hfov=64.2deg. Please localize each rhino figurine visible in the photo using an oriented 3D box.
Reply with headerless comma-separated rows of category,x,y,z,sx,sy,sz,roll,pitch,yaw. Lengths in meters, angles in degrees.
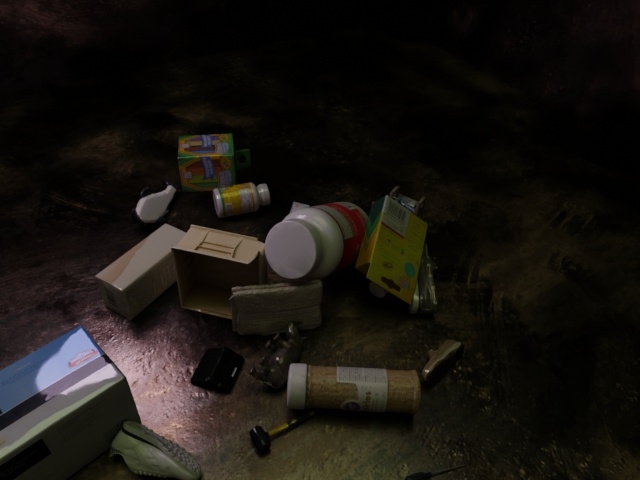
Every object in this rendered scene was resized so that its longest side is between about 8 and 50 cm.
rhino figurine,-0.107,0.326,1.497,0.106,0.073,0.243,44,45,-10

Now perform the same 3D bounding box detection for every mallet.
mallet,-0.089,0.499,1.347,0.190,0.039,0.062,-12,43,-22

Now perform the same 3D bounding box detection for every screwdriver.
screwdriver,0.292,0.589,1.289,0.170,0.025,0.024,-3,41,-20

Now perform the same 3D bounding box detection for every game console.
game console,-0.298,0.376,1.484,0.107,0.071,0.122,34,43,-11

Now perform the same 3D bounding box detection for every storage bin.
storage bin,-0.304,0.109,1.596,0.260,0.262,0.123,12,40,9

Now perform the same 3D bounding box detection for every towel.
towel,-0.132,0.206,1.554,0.282,0.187,0.049,-6,39,-9

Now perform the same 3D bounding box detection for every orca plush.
orca plush,-0.660,-0.142,1.973,0.102,0.151,0.287,-18,39,24

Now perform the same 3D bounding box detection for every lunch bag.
lunch bag,-0.084,-0.101,1.999,0.071,0.053,0.083,13,68,10

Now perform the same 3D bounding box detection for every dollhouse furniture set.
dollhouse furniture set,0.302,-0.099,1.967,0.129,0.129,0.184,26,46,23

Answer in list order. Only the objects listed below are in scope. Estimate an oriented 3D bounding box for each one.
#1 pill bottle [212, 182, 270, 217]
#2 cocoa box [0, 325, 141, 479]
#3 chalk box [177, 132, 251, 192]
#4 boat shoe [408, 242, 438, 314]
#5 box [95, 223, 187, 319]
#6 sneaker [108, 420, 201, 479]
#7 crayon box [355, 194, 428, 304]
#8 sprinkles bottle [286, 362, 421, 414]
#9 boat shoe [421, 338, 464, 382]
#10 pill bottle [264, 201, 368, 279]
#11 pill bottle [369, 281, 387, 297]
pill bottle,-0.309,-0.164,2.006,0.208,0.117,0.117,-12,44,-16
cocoa box,-0.662,0.425,1.239,0.228,0.231,0.347,35,50,31
chalk box,-0.437,-0.327,2.133,0.289,0.180,0.179,-5,42,-7
boat shoe,0.353,0.123,1.744,0.091,0.109,0.305,7,48,3
box,-0.564,0.096,1.681,0.121,0.148,0.311,23,44,21
sneaker,-0.404,0.539,1.254,0.235,0.090,0.095,26,76,12
crayon box,0.233,0.036,1.675,0.202,0.081,0.318,33,57,-23
sprinkles bottle,0.088,0.405,1.396,0.355,0.121,0.121,3,42,-1
boat shoe,0.351,0.355,1.523,0.072,0.068,0.190,24,35,38
pill bottle,0.000,0.000,1.650,0.229,0.229,0.408,24,18,21
pill bottle,0.231,0.131,1.743,0.078,0.078,0.137,30,48,26
